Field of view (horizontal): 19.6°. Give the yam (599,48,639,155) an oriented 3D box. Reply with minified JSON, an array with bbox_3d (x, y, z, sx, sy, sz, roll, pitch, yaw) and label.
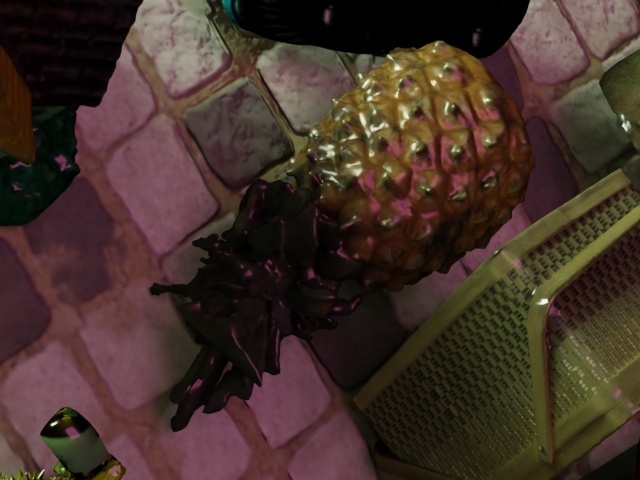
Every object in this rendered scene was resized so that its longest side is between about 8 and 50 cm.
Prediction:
[{"bbox_3d":[0.386,-0.136,1.572,0.304,0.168,0.168,-29,96,-4],"label":"yam"}]

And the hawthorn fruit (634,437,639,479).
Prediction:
[{"bbox_3d":[0.345,0.187,1.257,0.258,0.261,0.258,-28,127,-44],"label":"hawthorn fruit"}]

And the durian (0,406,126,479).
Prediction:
[{"bbox_3d":[-0.193,0.211,1.106,0.146,0.159,0.198,64,18,-16],"label":"durian"}]

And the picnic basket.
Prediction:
[{"bbox_3d":[0.155,0.088,1.320,0.165,0.267,0.139,-31,78,-39],"label":"picnic basket"}]

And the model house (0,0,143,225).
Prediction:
[{"bbox_3d":[-0.223,-0.147,1.118,0.280,0.248,0.230,1,77,-36],"label":"model house"}]

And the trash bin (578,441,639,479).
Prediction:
[{"bbox_3d":[0.253,0.283,1.413,0.343,0.158,0.223,-22,88,-34],"label":"trash bin"}]

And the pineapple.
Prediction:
[{"bbox_3d":[0.000,0.000,1.321,0.340,0.169,0.169,-39,102,-23],"label":"pineapple"}]

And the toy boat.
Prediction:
[{"bbox_3d":[0.038,-0.216,1.433,0.298,0.092,0.134,3,109,-44],"label":"toy boat"}]
